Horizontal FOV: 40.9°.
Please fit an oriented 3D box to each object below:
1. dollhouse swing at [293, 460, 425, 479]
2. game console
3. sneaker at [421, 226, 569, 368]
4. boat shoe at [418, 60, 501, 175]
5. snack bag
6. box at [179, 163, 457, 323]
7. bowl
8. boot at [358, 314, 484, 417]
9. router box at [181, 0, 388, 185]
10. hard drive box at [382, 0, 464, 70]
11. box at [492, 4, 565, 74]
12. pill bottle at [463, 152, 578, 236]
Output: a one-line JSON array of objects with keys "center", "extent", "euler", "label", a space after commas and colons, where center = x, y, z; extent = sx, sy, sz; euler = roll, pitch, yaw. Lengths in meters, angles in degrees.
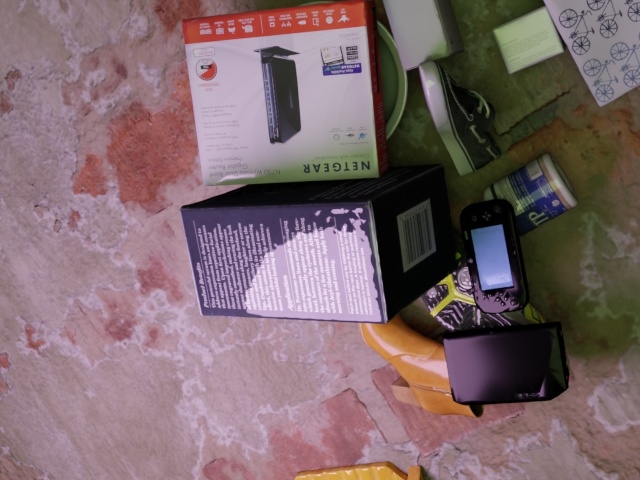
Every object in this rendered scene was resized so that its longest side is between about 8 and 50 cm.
[{"center": [0.048, 0.678, 1.762], "extent": [0.347, 0.305, 0.315], "euler": [-12, 101, 20], "label": "dollhouse swing"}, {"center": [0.308, 0.110, 1.525], "extent": [0.213, 0.044, 0.361], "euler": [-11, 88, 29], "label": "game console"}, {"center": [0.319, 0.134, 1.634], "extent": [0.145, 0.147, 0.384], "euler": [-43, 71, 24], "label": "sneaker"}, {"center": [0.251, -0.218, 1.496], "extent": [0.102, 0.301, 0.108], "euler": [-20, 54, 14], "label": "boat shoe"}, {"center": [0.546, -0.425, 1.398], "extent": [0.343, 0.037, 0.323], "euler": [-28, 118, 17], "label": "snack bag"}, {"center": [0.000, 0.000, 1.555], "extent": [0.396, 0.293, 0.211], "euler": [0, 105, 33], "label": "box"}, {"center": [0.026, -0.294, 1.601], "extent": [0.298, 0.134, 0.297], "euler": [4, 105, 15], "label": "bowl"}, {"center": [0.202, 0.209, 1.662], "extent": [0.211, 0.104, 0.295], "euler": [-3, 117, 45], "label": "boot"}, {"center": [-0.058, -0.256, 1.520], "extent": [0.336, 0.082, 0.301], "euler": [-2, 104, 17], "label": "router box"}, {"center": [0.169, -0.425, 1.499], "extent": [0.089, 0.181, 0.232], "euler": [-15, 99, 20], "label": "hard drive box"}, {"center": [0.365, -0.353, 1.502], "extent": [0.101, 0.102, 0.087], "euler": [-21, 100, 21], "label": "box"}, {"center": [0.363, -0.068, 1.573], "extent": [0.187, 0.112, 0.112], "euler": [-31, 94, 22], "label": "pill bottle"}]
